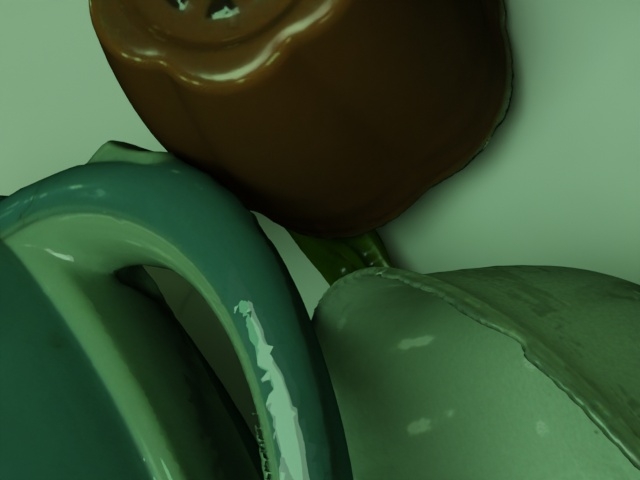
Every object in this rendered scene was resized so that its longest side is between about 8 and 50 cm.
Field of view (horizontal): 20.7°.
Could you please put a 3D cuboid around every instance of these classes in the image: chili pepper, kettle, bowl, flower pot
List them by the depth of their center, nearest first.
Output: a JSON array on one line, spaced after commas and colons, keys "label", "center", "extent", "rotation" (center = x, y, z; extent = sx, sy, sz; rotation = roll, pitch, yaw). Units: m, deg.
[{"label": "bowl", "center": [0.143, 0.118, 0.761], "extent": [0.313, 0.146, 0.313], "rotation": [46, 154, 30]}, {"label": "flower pot", "center": [-0.020, -0.107, 0.809], "extent": [0.190, 0.173, 0.191], "rotation": [-4, 79, 19]}, {"label": "kettle", "center": [-0.106, 0.125, 0.846], "extent": [0.319, 0.247, 0.342], "rotation": [-28, 74, 35]}, {"label": "chili pepper", "center": [0.000, 0.000, 0.895], "extent": [0.202, 0.050, 0.052], "rotation": [51, 126, 20]}]
